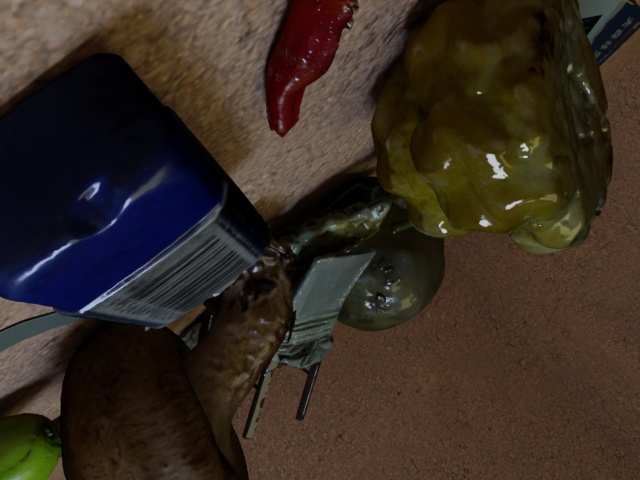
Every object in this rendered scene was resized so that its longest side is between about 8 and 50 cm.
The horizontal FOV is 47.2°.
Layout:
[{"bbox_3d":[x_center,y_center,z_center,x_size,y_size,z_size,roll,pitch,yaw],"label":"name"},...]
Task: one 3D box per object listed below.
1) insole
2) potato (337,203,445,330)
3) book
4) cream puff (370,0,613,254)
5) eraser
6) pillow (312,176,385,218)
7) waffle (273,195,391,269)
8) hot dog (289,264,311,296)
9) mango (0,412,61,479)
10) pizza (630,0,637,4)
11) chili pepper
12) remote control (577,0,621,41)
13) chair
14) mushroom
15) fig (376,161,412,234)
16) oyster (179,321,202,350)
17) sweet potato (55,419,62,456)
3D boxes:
[{"bbox_3d":[-0.289,0.090,0.730,0.053,0.002,0.153,-45,169,27],"label":"insole"},{"bbox_3d":[0.123,0.055,1.445,0.243,0.221,0.326,-36,-174,34],"label":"potato"},{"bbox_3d":[0.397,-0.312,1.195,0.323,0.018,0.228,-5,147,-48],"label":"book"},{"bbox_3d":[0.168,-0.128,0.812,0.257,0.291,0.324,-11,-155,37],"label":"cream puff"},{"bbox_3d":[-0.138,-0.011,0.564,0.155,0.101,0.332,-38,169,-2],"label":"eraser"},{"bbox_3d":[0.057,-0.068,1.164,0.090,0.048,0.150,-53,161,24],"label":"pillow"},{"bbox_3d":[0.000,0.003,1.101,0.204,0.054,0.223,-18,170,-14],"label":"waffle"},{"bbox_3d":[-0.059,0.116,1.316,0.337,0.100,0.135,-47,-163,30],"label":"hot dog"},{"bbox_3d":[-0.410,0.287,0.852,0.233,0.111,0.125,-39,164,-13],"label":"mango"},{"bbox_3d":[0.449,-0.356,1.275,0.188,0.062,0.199,-5,146,-47],"label":"pizza"},{"bbox_3d":[-0.008,-0.155,0.563,0.051,0.059,0.268,6,154,-18],"label":"chili pepper"},{"bbox_3d":[0.325,-0.274,1.086,0.145,0.050,0.344,-18,155,-30],"label":"remote control"},{"bbox_3d":[-0.066,0.118,1.112,0.160,0.186,0.319,-5,120,-51],"label":"chair"},{"bbox_3d":[-0.151,0.209,0.925,0.356,0.334,0.331,-23,164,-28],"label":"mushroom"},{"bbox_3d":[0.152,-0.075,1.126,0.149,0.149,0.245,-35,154,-22],"label":"fig"},{"bbox_3d":[-0.191,0.168,1.266,0.125,0.064,0.177,-44,170,0],"label":"oyster"},{"bbox_3d":[-0.372,0.295,1.166,0.281,0.067,0.059,-13,115,-58],"label":"sweet potato"}]
